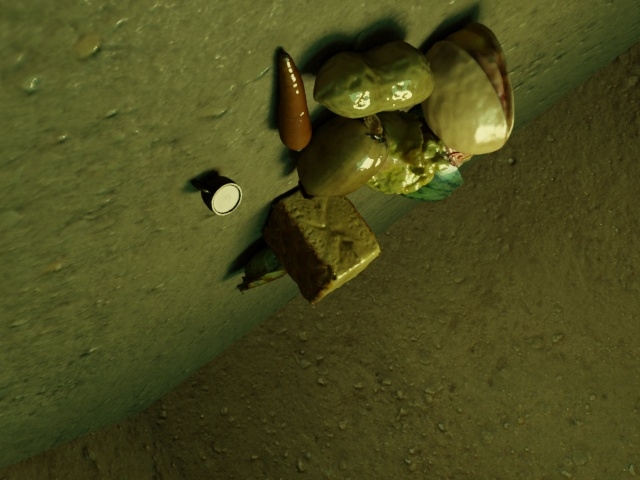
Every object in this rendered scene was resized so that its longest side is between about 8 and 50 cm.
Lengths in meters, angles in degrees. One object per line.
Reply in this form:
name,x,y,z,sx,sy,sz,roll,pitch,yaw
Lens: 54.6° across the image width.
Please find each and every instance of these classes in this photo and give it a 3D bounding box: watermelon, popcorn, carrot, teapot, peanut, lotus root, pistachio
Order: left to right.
teapot,-0.215,-0.100,1.271,0.121,0.068,0.076,16,106,-51
carrot,-0.052,-0.252,1.153,0.069,0.069,0.336,-34,163,-10
lotus root,0.033,-0.181,1.444,0.183,0.182,0.310,-25,171,-44
peanut,0.114,-0.314,1.189,0.319,0.147,0.147,-18,160,-45
popcorn,0.196,-0.230,1.576,0.259,0.259,0.212,-47,-154,46
watermelon,0.324,-0.282,1.850,0.292,0.283,0.250,-59,-165,-23
pistachio,0.349,-0.344,1.452,0.230,0.230,0.308,-32,129,-18

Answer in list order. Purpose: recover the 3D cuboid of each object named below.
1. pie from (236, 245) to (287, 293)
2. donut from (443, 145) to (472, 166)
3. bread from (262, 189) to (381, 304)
pie,-0.122,0.059,2.049,0.355,0.102,0.288,-27,177,-12
donut,0.369,-0.307,1.682,0.085,0.232,0.199,-13,140,21
bread,0.000,0.000,1.791,0.207,0.279,0.279,-31,168,-25
